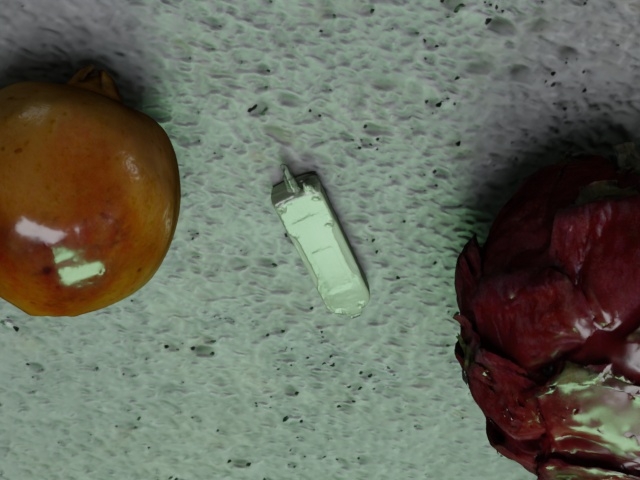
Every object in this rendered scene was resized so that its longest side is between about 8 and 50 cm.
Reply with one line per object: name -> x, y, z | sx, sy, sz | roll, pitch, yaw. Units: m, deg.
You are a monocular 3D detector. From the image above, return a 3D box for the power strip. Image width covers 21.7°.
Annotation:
power strip -> 0.000, 0.000, 1.549 | 0.048, 0.030, 0.191 | -19, 128, 9

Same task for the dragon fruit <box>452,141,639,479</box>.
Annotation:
dragon fruit -> 0.270, 0.087, 1.482 | 0.329, 0.329, 0.329 | -4, 128, -5

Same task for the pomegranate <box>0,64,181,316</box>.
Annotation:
pomegranate -> -0.219, -0.037, 1.380 | 0.209, 0.209, 0.209 | -4, 128, -5
